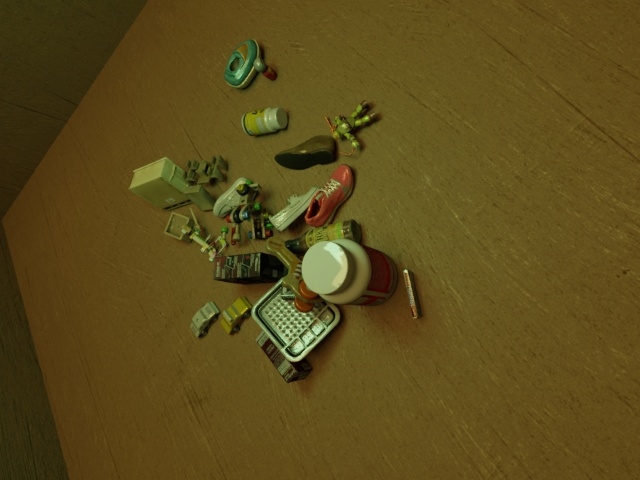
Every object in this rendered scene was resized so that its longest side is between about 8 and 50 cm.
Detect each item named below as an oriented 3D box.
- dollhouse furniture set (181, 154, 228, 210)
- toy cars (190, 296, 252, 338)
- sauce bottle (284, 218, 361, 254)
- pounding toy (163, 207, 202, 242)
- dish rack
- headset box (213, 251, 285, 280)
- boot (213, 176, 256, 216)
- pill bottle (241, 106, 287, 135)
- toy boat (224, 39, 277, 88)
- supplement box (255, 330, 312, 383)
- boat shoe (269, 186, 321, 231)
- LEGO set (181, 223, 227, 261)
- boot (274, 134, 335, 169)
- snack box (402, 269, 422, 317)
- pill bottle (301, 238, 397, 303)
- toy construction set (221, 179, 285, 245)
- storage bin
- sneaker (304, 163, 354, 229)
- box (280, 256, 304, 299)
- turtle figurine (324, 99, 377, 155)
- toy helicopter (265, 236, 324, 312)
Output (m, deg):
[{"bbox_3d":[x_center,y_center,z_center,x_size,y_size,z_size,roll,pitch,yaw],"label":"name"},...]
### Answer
[{"bbox_3d":[-0.603,-0.304,2.132,0.211,0.161,0.242,-4,59,21],"label":"dollhouse furniture set"},{"bbox_3d":[-0.506,0.377,1.962,0.393,0.087,0.177,-13,74,28],"label":"toy cars"},{"bbox_3d":[0.000,0.000,1.723,0.343,0.111,0.112,-16,73,27],"label":"sauce bottle"},{"bbox_3d":[-0.707,-0.083,2.169,0.205,0.094,0.181,19,86,22],"label":"pounding toy"},{"bbox_3d":[-0.102,0.318,1.706,0.285,0.072,0.332,-44,60,-9],"label":"dish rack"},{"bbox_3d":[-0.324,0.133,1.824,0.292,0.218,0.110,-7,76,30],"label":"headset box"},{"bbox_3d":[-0.429,-0.189,2.017,0.258,0.095,0.123,-48,56,14],"label":"boot"},{"bbox_3d":[-0.275,-0.588,1.988,0.208,0.119,0.120,-1,80,30],"label":"pill bottle"},{"bbox_3d":[-0.369,-0.913,2.086,0.318,0.148,0.268,29,96,31],"label":"toy boat"},{"bbox_3d":[-0.155,0.483,1.712,0.239,0.130,0.073,45,104,28],"label":"supplement box"},{"bbox_3d":[-0.112,-0.158,1.785,0.267,0.096,0.088,-44,100,-2],"label":"boat shoe"},{"bbox_3d":[-0.575,-0.005,2.051,0.287,0.132,0.107,43,96,20],"label":"LEGO set"},{"bbox_3d":[-0.070,-0.409,1.861,0.304,0.112,0.115,-3,60,26],"label":"boot"},{"bbox_3d":[0.345,0.201,1.510,0.022,0.064,0.179,-17,73,25],"label":"snack box"},{"bbox_3d":[0.110,0.119,1.462,0.228,0.407,0.229,-6,77,29],"label":"pill bottle"},{"bbox_3d":[-0.345,-0.137,1.904,0.308,0.257,0.238,-26,57,41],"label":"toy construction set"},{"bbox_3d":[-0.841,-0.294,2.190,0.262,0.260,0.123,-13,57,27],"label":"storage bin"},{"bbox_3d":[0.037,-0.187,1.720,0.115,0.136,0.314,32,97,30],"label":"sneaker"},{"bbox_3d":[-0.069,0.160,1.718,0.183,0.045,0.191,0,62,13],"label":"box"},{"bbox_3d":[0.125,-0.515,1.755,0.217,0.087,0.270,-36,55,13],"label":"turtle figurine"},{"bbox_3d":[-0.081,0.102,1.642,0.355,0.234,0.140,43,145,18],"label":"toy helicopter"}]
